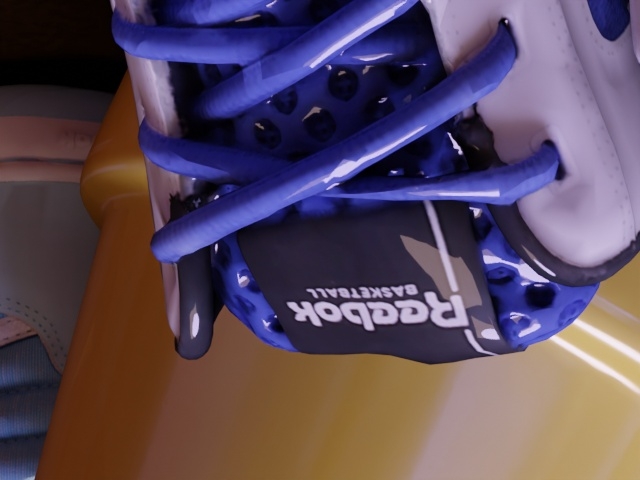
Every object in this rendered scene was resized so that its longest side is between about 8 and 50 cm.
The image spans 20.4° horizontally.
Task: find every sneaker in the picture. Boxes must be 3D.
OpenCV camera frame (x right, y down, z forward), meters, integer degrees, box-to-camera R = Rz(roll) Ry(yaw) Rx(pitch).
[{"bbox_3d":[0.000,-0.075,0.330,0.127,0.182,0.315,-12,162,24],"label":"sneaker"},{"bbox_3d":[-0.161,0.074,0.767,0.127,0.208,0.319,5,163,-26],"label":"sneaker"}]

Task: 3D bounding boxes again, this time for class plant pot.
[{"bbox_3d":[0.016,0.070,0.577,0.254,0.239,0.254,24,164,7],"label":"plant pot"}]

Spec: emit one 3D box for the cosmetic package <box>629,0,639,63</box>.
[{"bbox_3d":[0.160,-0.092,0.348,0.151,0.151,0.184,-12,161,31],"label":"cosmetic package"}]
